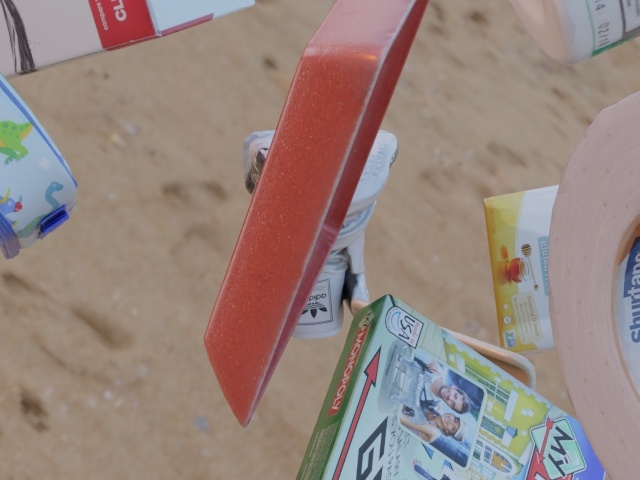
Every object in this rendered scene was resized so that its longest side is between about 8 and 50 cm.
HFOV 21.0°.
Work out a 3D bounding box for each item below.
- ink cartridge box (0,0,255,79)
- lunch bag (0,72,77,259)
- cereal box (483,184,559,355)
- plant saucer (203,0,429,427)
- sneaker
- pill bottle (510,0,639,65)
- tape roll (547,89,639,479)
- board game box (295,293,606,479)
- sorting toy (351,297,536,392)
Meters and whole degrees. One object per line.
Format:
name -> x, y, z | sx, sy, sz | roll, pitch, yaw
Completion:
ink cartridge box -> -0.236, -0.238, 1.706 | 0.197, 0.273, 0.114 | -32, 108, -60
lunch bag -> -0.259, -0.071, 1.305 | 0.176, 0.090, 0.219 | 52, -9, -3
cereal box -> 0.298, 0.020, 1.806 | 0.047, 0.240, 0.173 | 21, 61, -64
plant saucer -> 0.003, -0.056, 1.054 | 0.048, 0.258, 0.259 | 22, 30, 2
sneaker -> 0.000, 0.000, 1.658 | 0.137, 0.210, 0.366 | -5, 6, -7
pill bottle -> 0.319, -0.304, 1.412 | 0.204, 0.361, 0.204 | 156, -90, -89
tape roll -> 0.192, 0.033, 0.767 | 0.072, 0.219, 0.219 | -11, 50, -27
board game box -> 0.072, 0.218, 1.146 | 0.213, 0.046, 0.317 | 34, 52, -17
sorting toy -> 0.098, 0.163, 1.424 | 0.038, 0.208, 0.193 | -17, 25, -41
